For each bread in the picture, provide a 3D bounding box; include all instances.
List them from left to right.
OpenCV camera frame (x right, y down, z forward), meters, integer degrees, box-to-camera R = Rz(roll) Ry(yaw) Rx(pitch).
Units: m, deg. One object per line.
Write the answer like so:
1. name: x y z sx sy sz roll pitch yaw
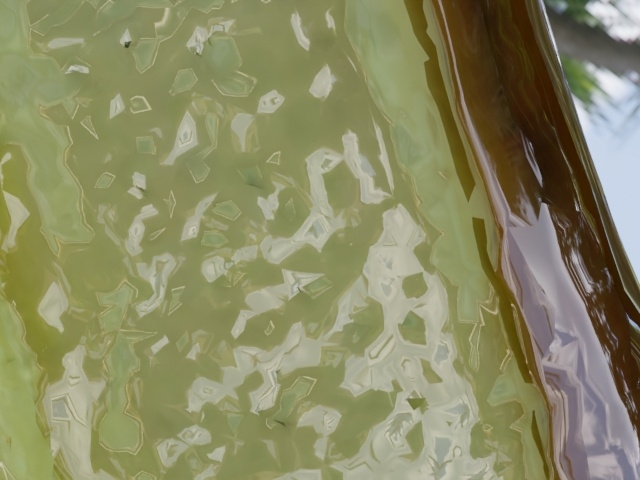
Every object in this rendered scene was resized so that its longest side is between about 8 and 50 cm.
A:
1. bread: 0.000 0.000 0.477 0.143 0.333 0.323 -14 -162 3
